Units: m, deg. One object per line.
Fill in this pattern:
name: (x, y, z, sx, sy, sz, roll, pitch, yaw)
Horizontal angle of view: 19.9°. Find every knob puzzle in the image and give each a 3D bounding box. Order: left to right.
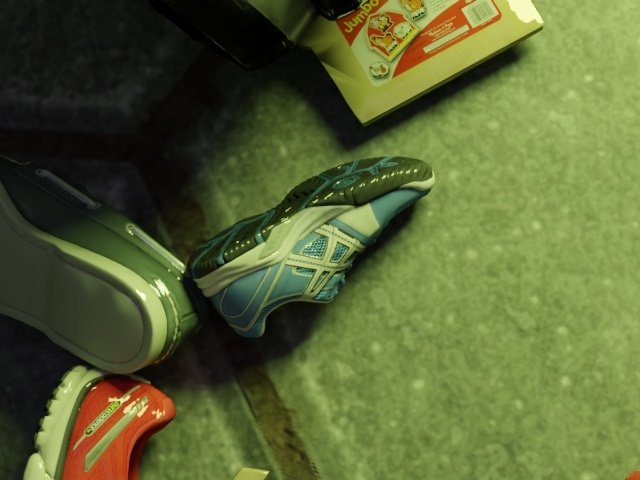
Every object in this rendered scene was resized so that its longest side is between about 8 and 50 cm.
knob puzzle: (0.064, -0.210, 1.512, 0.213, 0.030, 0.213, -2, 74, 8)

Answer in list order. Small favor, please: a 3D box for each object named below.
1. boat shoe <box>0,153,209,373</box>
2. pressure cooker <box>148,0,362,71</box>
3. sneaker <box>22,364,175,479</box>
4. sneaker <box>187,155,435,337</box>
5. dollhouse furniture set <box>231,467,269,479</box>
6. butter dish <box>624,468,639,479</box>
boat shoe: (-0.225, 0.001, 1.475, 0.319, 0.099, 0.116, 32, 119, 27)
pressure cooker: (-0.061, -0.388, 1.380, 0.420, 0.375, 0.370, -53, 42, 1)
sneaker: (-0.180, 0.233, 1.384, 0.118, 0.107, 0.279, 15, 79, 3)
sneaker: (0.000, 0.000, 1.447, 0.211, 0.080, 0.081, -28, 107, -8)
dollhouse furniture set: (-0.055, 0.234, 1.380, 0.081, 0.091, 0.114, 37, 79, 1)
butter dish: (0.271, 0.208, 1.311, 0.160, 0.160, 0.118, 4, 51, 11)
